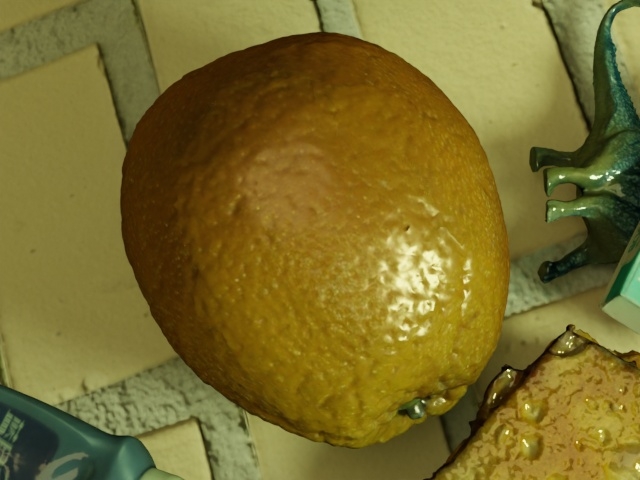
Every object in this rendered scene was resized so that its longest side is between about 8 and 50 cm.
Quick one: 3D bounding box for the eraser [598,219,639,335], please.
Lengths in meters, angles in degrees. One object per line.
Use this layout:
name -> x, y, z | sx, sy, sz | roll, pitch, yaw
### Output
eraser -> 0.333, -0.012, 1.629 | 0.095, 0.052, 0.225 | 32, 69, -5

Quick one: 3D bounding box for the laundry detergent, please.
laundry detergent -> -0.250, 0.219, 1.698 | 0.290, 0.094, 0.143 | 15, 71, 18

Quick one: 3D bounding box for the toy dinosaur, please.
toy dinosaur -> 0.262, -0.048, 1.686 | 0.147, 0.076, 0.363 | -6, 71, -8

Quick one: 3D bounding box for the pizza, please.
pizza -> 0.221, 0.216, 1.578 | 0.409, 0.114, 0.278 | -18, 69, 6

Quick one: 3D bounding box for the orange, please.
orange -> 0.000, 0.000, 1.606 | 0.322, 0.322, 0.357 | -27, 77, 3
